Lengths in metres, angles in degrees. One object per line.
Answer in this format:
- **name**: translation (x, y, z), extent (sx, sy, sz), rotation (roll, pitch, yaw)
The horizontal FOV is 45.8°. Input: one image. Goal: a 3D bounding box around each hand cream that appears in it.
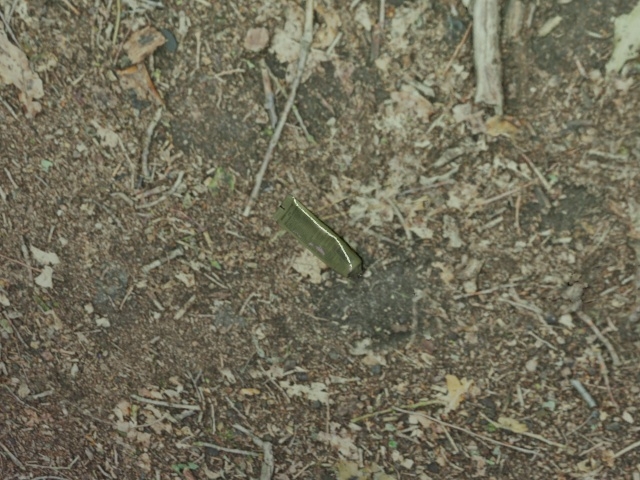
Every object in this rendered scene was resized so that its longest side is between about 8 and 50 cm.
- **hand cream**: translation (0.000, 0.000, 1.156), extent (0.165, 0.037, 0.057), rotation (41, 124, 5)
